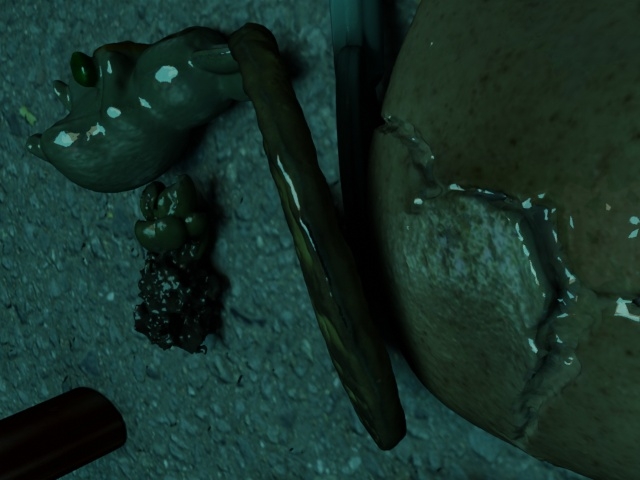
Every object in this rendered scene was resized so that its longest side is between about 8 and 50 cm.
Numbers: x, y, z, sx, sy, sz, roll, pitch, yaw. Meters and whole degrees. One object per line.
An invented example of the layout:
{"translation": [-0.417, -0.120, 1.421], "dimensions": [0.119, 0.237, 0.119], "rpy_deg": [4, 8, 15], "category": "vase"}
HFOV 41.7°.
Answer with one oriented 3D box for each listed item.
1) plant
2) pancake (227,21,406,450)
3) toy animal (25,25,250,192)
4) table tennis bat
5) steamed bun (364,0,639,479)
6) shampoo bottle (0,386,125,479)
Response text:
{"translation": [-0.130, 0.021, 0.755], "dimensions": [0.085, 0.087, 0.174], "rpy_deg": [4, 113, 9], "category": "plant"}
{"translation": [0.000, 0.000, 0.543], "dimensions": [0.033, 0.286, 0.288], "rpy_deg": [-18, 107, 1], "category": "pancake"}
{"translation": [-0.128, -0.122, 0.707], "dimensions": [0.236, 0.138, 0.108], "rpy_deg": [-19, 47, 20], "category": "toy animal"}
{"translation": [0.027, -0.092, 0.560], "dimensions": [0.038, 0.149, 0.237], "rpy_deg": [-5, 80, 12], "category": "table tennis bat"}
{"translation": [0.136, -0.008, 0.434], "dimensions": [0.252, 0.199, 0.301], "rpy_deg": [13, 112, 37], "category": "steamed bun"}
{"translation": [-0.335, 0.230, 0.861], "dimensions": [0.102, 0.260, 0.064], "rpy_deg": [22, 117, 35], "category": "shampoo bottle"}
